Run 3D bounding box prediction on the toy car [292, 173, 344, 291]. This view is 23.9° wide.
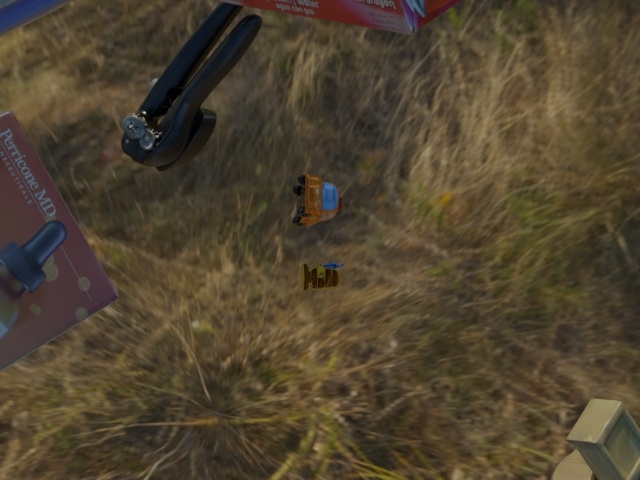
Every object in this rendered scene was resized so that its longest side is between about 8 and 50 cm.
[{"bbox_3d":[0.000,0.000,1.233,0.041,0.060,0.122,2,59,-8],"label":"toy car"}]

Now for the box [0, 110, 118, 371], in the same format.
[{"bbox_3d":[-0.227,0.025,0.860,0.170,0.091,0.130,-33,96,-33],"label":"box"}]

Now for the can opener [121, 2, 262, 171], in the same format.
[{"bbox_3d":[-0.110,-0.132,1.265,0.059,0.073,0.186,44,123,15],"label":"can opener"}]

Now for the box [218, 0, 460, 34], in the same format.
[{"bbox_3d":[0.009,-0.244,1.101,0.128,0.257,0.122,-37,124,-26],"label":"box"}]

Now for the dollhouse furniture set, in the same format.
[{"bbox_3d":[0.254,0.156,1.187,0.161,0.101,0.182,-51,119,-29],"label":"dollhouse furniture set"}]

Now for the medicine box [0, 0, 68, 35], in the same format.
[{"bbox_3d":[-0.088,-0.175,0.561,0.263,0.289,0.149,-24,102,15],"label":"medicine box"}]
